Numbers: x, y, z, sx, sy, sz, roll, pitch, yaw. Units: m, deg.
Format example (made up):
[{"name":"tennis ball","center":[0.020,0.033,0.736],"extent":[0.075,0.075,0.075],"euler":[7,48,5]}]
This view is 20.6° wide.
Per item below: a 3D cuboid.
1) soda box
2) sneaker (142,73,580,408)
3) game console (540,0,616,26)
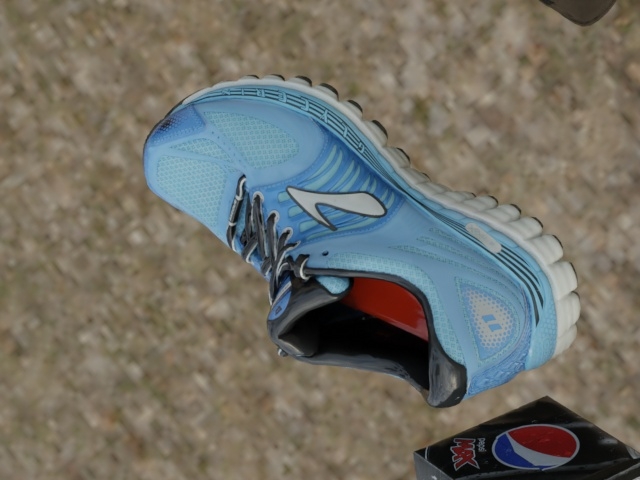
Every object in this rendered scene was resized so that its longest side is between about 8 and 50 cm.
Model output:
[{"name":"soda box","center":[0.075,0.140,0.562],"extent":[0.060,0.053,0.169],"euler":[31,135,57]},{"name":"sneaker","center":[0.000,0.000,0.559],"extent":[0.162,0.073,0.063],"euler":[28,135,30]},{"name":"game console","center":[0.143,-0.084,0.644],"extent":[0.361,0.044,0.213],"euler":[37,-176,11]}]
